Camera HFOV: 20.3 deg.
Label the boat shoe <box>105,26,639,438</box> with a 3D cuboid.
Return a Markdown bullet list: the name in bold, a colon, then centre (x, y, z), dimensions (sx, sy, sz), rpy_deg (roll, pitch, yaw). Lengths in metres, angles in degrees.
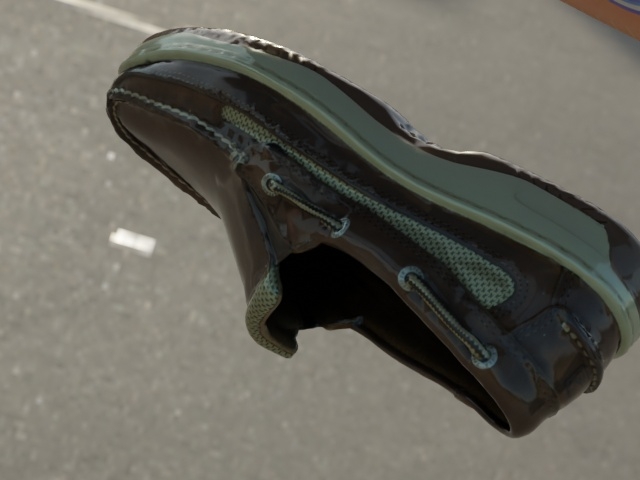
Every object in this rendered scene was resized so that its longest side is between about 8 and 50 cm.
- **boat shoe**: centre (-0.002, -0.005, 0.687), dimensions (0.257, 0.095, 0.095), rpy_deg (25, -25, 36)

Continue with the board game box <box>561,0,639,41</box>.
- **board game box**: centre (0.110, -0.316, 0.562), dimensions (0.356, 0.356, 0.356), rpy_deg (34, -9, 32)
